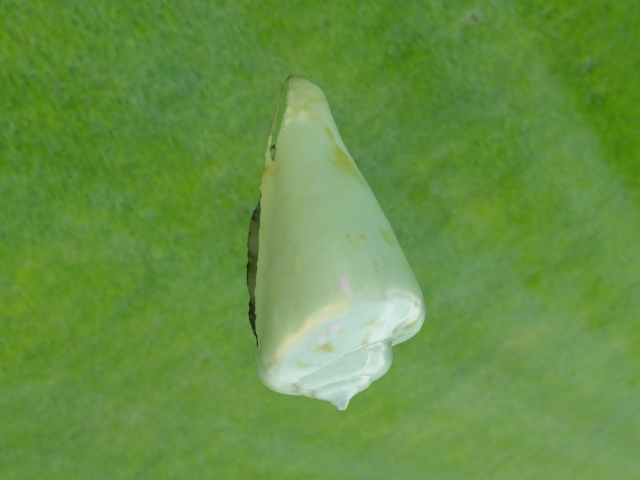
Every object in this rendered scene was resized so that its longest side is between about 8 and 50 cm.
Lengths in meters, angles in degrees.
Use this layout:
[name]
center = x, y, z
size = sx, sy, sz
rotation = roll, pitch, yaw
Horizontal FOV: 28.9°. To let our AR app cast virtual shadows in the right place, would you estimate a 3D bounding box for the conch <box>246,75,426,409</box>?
[conch]
center = -0.009, 0.014, 0.969
size = 0.137, 0.250, 0.143
rotation = -25, 146, 2
